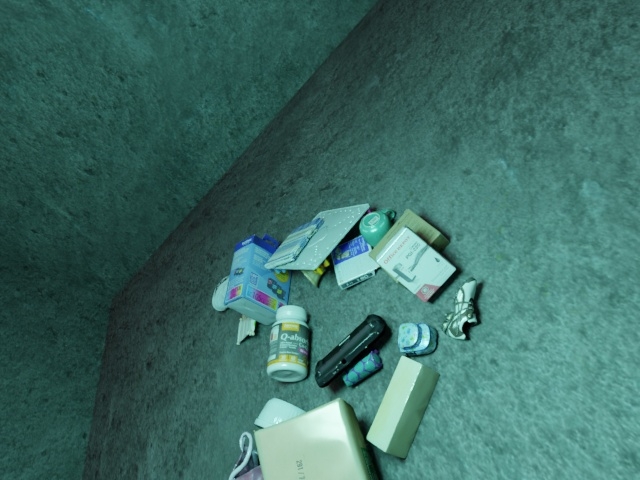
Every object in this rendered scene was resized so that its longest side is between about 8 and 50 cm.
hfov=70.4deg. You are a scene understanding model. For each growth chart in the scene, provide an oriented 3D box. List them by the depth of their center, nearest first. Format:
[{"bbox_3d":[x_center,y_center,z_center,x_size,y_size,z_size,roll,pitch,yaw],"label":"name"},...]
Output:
[{"bbox_3d":[-0.358,0.408,2.202,0.237,0.021,0.171,-42,35,50],"label":"growth chart"}]

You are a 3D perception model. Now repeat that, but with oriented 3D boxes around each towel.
[{"bbox_3d":[-0.119,0.015,2.040,0.209,0.034,0.285,-21,25,45],"label":"towel"}]

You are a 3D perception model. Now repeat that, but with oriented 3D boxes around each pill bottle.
[{"bbox_3d":[-0.126,0.416,1.845,0.162,0.162,0.278,-28,43,34],"label":"pill bottle"}]

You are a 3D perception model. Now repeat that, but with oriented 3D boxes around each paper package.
[{"bbox_3d":[-0.004,0.678,1.339,0.310,0.168,0.324,-25,57,9],"label":"paper package"}]

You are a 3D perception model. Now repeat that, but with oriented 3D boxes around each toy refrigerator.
[{"bbox_3d":[0.249,0.500,1.375,0.094,0.102,0.269,12,73,54],"label":"toy refrigerator"}]

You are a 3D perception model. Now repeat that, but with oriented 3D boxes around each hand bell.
[{"bbox_3d":[0.032,0.082,2.005,0.242,0.126,0.126,-42,35,-2],"label":"hand bell"}]

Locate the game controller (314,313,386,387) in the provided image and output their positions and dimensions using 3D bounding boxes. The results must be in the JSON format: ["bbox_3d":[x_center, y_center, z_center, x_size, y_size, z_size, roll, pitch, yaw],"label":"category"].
[{"bbox_3d":[0.102,0.389,1.622,0.319,0.067,0.166,-43,1,4],"label":"game controller"}]

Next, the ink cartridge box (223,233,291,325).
[{"bbox_3d":[-0.280,0.161,2.142,0.151,0.270,0.395,-27,44,34],"label":"ink cartridge box"}]

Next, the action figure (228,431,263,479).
[{"bbox_3d":[-0.314,0.908,1.563,0.370,0.275,0.248,-32,14,-12],"label":"action figure"}]

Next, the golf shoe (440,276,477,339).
[{"bbox_3d":[0.452,0.213,1.398,0.094,0.077,0.198,23,88,44],"label":"golf shoe"}]

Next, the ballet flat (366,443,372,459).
[{"bbox_3d":[0.080,0.708,1.440,0.203,0.074,0.074,-30,42,23],"label":"ballet flat"}]

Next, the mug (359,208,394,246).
[{"bbox_3d":[0.225,-0.065,1.840,0.130,0.097,0.157,-10,49,28],"label":"mug"}]

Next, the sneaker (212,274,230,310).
[{"bbox_3d":[-0.434,0.244,2.335,0.366,0.137,0.210,-47,15,7],"label":"sneaker"}]

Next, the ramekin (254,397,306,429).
[{"bbox_3d":[-0.121,0.650,1.620,0.207,0.207,0.109,-6,49,48],"label":"ramekin"}]

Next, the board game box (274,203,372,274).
[{"bbox_3d":[0.000,0.000,1.986,0.390,0.050,0.390,-48,22,-25],"label":"board game box"}]

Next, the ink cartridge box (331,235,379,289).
[{"bbox_3d":[0.154,0.077,1.866,0.208,0.045,0.206,-26,43,14],"label":"ink cartridge box"}]

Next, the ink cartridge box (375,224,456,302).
[{"bbox_3d":[0.317,0.076,1.526,0.158,0.218,0.092,-50,-2,9],"label":"ink cartridge box"}]

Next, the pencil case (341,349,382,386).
[{"bbox_3d":[0.142,0.446,1.580,0.152,0.064,0.070,-39,20,23],"label":"pencil case"}]

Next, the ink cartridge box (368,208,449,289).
[{"bbox_3d":[0.321,0.030,1.665,0.234,0.088,0.193,-50,41,8],"label":"ink cartridge box"}]

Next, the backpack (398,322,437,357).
[{"bbox_3d":[0.310,0.316,1.465,0.114,0.084,0.105,-16,53,39],"label":"backpack"}]
